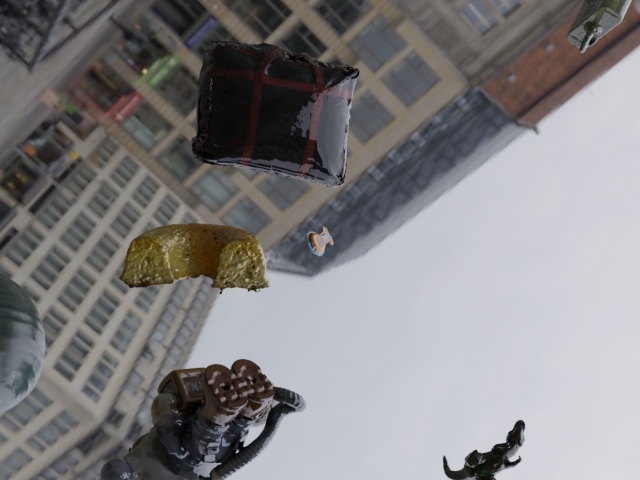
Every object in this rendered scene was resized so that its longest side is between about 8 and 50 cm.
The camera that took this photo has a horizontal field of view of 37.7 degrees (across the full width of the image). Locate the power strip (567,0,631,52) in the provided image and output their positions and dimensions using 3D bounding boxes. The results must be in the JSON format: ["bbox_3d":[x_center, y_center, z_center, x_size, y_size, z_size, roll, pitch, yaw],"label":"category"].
[{"bbox_3d":[0.397,-0.347,1.259,0.268,0.034,0.092,-60,-170,-24],"label":"power strip"}]

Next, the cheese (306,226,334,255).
[{"bbox_3d":[-0.001,0.000,1.696,0.017,0.047,0.111,-25,-177,22],"label":"cheese"}]

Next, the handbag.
[{"bbox_3d":[-0.059,-0.172,1.247,0.155,0.215,0.169,-137,-122,-70],"label":"handbag"}]

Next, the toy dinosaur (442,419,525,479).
[{"bbox_3d":[0.336,0.433,1.854,0.187,0.087,0.179,-29,171,1],"label":"toy dinosaur"}]

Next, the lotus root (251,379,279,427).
[{"bbox_3d":[-0.151,0.326,1.933,0.120,0.120,0.209,-52,-160,-21],"label":"lotus root"}]

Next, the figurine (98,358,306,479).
[{"bbox_3d":[-0.218,0.330,1.477,0.382,0.261,0.186,-57,-136,31],"label":"figurine"}]

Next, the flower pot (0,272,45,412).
[{"bbox_3d":[-0.504,0.148,1.382,0.189,0.157,0.243,-43,-127,13],"label":"flower pot"}]

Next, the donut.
[{"bbox_3d":[-0.218,0.026,1.663,0.259,0.101,0.152,-1,-164,-3],"label":"donut"}]
